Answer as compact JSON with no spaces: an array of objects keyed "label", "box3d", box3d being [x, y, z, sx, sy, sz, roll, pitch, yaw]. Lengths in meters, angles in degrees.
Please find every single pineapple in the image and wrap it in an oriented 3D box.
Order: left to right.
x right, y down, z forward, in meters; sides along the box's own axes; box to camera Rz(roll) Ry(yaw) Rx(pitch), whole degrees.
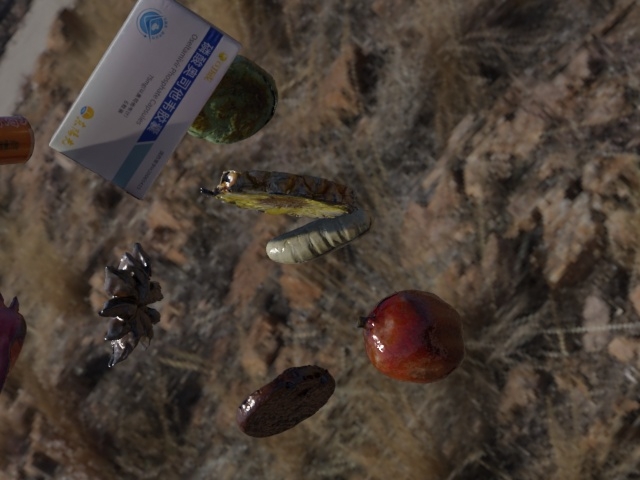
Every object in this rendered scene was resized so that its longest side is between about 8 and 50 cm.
[{"label":"pineapple","box3d":[-0.053,-0.067,1.425,0.221,0.221,0.047,-5,78,61]}]

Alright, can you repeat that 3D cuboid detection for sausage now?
[{"label":"sausage","box3d":[-0.506,-0.132,1.436,0.071,0.071,0.234,-34,-14,36]}]

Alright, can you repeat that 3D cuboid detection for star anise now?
[{"label":"star anise","box3d":[-0.296,0.105,1.682,0.065,0.182,0.195,4,22,14]}]

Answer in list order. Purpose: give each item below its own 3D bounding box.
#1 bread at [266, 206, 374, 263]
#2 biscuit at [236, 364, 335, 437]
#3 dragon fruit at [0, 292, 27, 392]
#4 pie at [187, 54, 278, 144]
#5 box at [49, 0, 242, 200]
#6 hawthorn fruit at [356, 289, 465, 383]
[{"label":"bread","box3d":[0.001,-0.001,1.952,0.214,0.073,0.053,-21,36,13]},{"label":"biscuit","box3d":[-0.062,0.287,1.881,0.192,0.192,0.049,-43,56,20]},{"label":"dragon fruit","box3d":[-0.536,0.148,1.155,0.249,0.386,0.371,-53,45,45]},{"label":"pie","box3d":[-0.211,-0.313,2.357,0.240,0.240,0.054,-42,41,21]},{"label":"box","box3d":[-0.316,-0.265,1.901,0.343,0.200,0.065,-55,20,8]},{"label":"hawthorn fruit","box3d":[0.146,0.166,1.783,0.169,0.188,0.169,-174,90,-69]}]
